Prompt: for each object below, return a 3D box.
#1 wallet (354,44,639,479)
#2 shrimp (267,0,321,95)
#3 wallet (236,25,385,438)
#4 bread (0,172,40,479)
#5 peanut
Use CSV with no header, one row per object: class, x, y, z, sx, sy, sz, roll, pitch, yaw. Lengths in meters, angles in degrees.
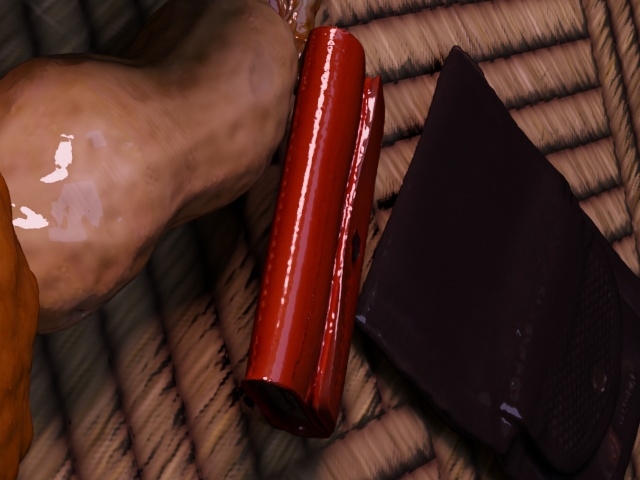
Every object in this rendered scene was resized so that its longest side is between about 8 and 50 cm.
wallet,0.147,0.053,1.056,0.323,0.041,0.247,46,49,-32
shrimp,-0.034,-0.174,0.874,0.115,0.051,0.217,19,71,-46
wallet,0.000,0.000,0.836,0.142,0.045,0.204,66,32,-70
bread,-0.216,0.031,0.546,0.268,0.146,0.268,13,74,-52
peanut,-0.090,-0.049,0.738,0.263,0.101,0.117,-39,125,-43
